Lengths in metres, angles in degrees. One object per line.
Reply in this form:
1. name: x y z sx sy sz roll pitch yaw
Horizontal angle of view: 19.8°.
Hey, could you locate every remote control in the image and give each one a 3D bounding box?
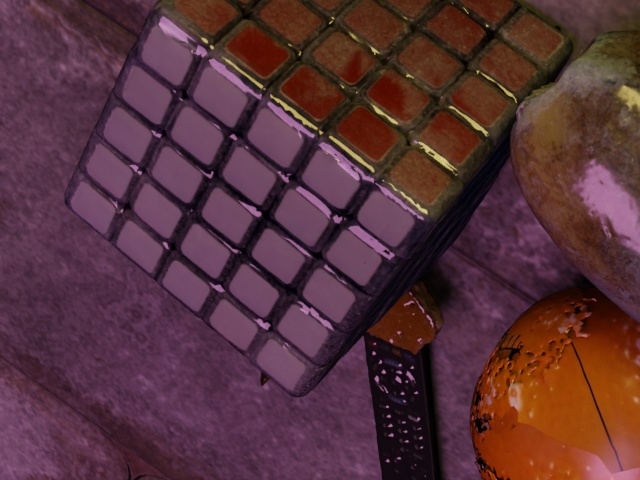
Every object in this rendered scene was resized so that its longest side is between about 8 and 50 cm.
1. remote control: 0.071 0.138 1.571 0.063 0.025 0.245 16 132 29

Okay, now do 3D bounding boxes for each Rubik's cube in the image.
1. Rubik's cube: -0.003 -0.076 1.297 0.238 0.237 0.237 38 137 7

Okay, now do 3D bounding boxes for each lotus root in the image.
1. lotus root: 0.266 -0.002 1.210 0.322 0.158 0.140 44 156 -9

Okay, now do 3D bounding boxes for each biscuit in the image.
1. biscuit: -0.002 0.009 1.502 0.237 0.026 0.131 49 140 7

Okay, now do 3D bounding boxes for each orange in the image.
1. orange: 0.224 0.144 1.345 0.234 0.182 0.234 21 129 29

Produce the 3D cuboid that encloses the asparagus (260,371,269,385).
1. asparagus: -0.031 0.074 1.607 0.016 0.016 0.162 13 136 -5
